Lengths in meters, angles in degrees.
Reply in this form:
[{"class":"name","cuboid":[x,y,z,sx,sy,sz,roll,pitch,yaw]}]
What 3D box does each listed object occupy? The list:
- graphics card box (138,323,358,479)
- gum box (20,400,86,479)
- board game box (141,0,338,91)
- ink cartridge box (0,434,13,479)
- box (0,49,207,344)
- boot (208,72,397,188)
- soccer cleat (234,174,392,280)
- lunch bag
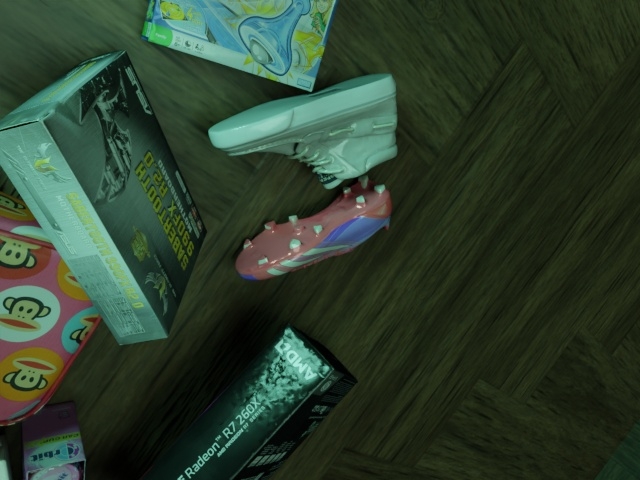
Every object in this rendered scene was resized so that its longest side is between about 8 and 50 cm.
[{"class":"graphics card box","cuboid":[-0.114,0.294,0.729,0.371,0.094,0.233,-45,158,-4]},{"class":"gum box","cuboid":[-0.334,0.314,0.647,0.062,0.107,0.188,-2,114,-32]},{"class":"board game box","cuboid":[-0.080,-0.258,0.573,0.201,0.035,0.136,6,110,-35]},{"class":"ink cartridge box","cuboid":[-0.398,0.296,0.589,0.092,0.090,0.143,-8,94,-30]},{"class":"box","cuboid":[-0.195,-0.044,0.513,0.056,0.183,0.231,-11,123,9]},{"class":"boot","cuboid":[-0.004,-0.118,0.651,0.258,0.095,0.123,-23,116,-23]},{"class":"soccer cleat","cuboid":[0.000,0.000,0.728,0.248,0.083,0.095,-32,131,-19]},{"class":"lunch bag","cuboid":[-0.376,0.067,0.489,0.293,0.120,0.258,30,96,-39]}]
